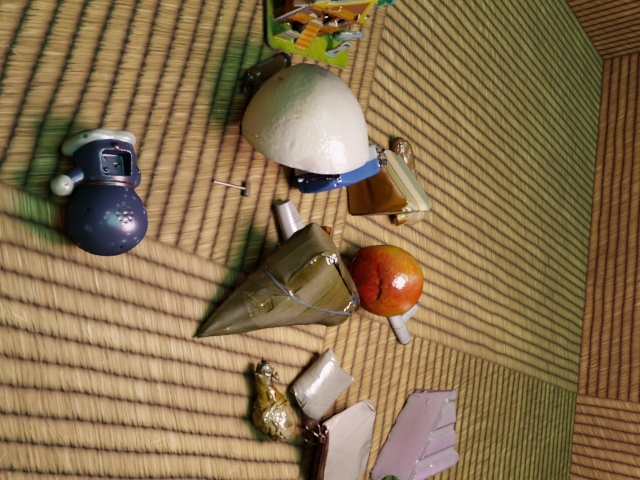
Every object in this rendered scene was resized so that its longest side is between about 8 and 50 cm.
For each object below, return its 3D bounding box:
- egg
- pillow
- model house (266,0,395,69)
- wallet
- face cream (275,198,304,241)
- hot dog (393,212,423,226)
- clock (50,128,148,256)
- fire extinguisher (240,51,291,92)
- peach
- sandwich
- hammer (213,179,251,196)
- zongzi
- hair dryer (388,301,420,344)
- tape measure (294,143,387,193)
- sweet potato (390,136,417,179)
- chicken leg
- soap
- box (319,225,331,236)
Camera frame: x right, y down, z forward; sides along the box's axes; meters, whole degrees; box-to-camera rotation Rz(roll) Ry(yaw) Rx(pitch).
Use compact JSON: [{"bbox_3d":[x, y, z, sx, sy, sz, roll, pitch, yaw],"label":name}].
[{"bbox_3d":[-0.025,-0.317,1.439,0.337,0.337,0.201,-29,143,-43],"label":"egg"},{"bbox_3d":[-0.001,0.403,1.627,0.181,0.077,0.134,-45,121,-29],"label":"pillow"},{"bbox_3d":[0.075,-0.631,1.593,0.357,0.312,0.243,2,89,-48],"label":"model house"},{"bbox_3d":[0.059,0.591,1.655,0.274,0.068,0.336,-20,121,-43],"label":"wallet"},{"bbox_3d":[-0.070,-0.020,1.591,0.072,0.051,0.182,-35,114,-42],"label":"face cream"},{"bbox_3d":[0.283,-0.086,1.960,0.168,0.078,0.061,-2,58,-57],"label":"hot dog"},{"bbox_3d":[-0.427,-0.090,1.156,0.199,0.146,0.244,0,81,-51],"label":"clock"},{"bbox_3d":[-0.147,-0.439,1.535,0.177,0.050,0.062,-41,155,-38],"label":"fire extinguisher"},{"bbox_3d":[0.189,0.116,1.738,0.230,0.230,0.231,3,86,-47],"label":"peach"},{"bbox_3d":[0.207,-0.177,1.765,0.155,0.227,0.199,-3,91,-47],"label":"sandwich"},{"bbox_3d":[-0.219,-0.136,1.464,0.110,0.019,0.036,11,80,-44],"label":"hammer"},{"bbox_3d":[-0.088,0.176,1.520,0.392,0.174,0.356,-40,146,-4],"label":"zongzi"},{"bbox_3d":[0.287,0.232,1.973,0.183,0.044,0.155,-49,123,-42],"label":"hair dryer"},{"bbox_3d":[-0.004,-0.170,1.548,0.351,0.215,0.098,-24,106,-45],"label":"tape measure"},{"bbox_3d":[0.284,-0.237,1.975,0.081,0.062,0.233,-21,107,-30],"label":"sweet potato"},{"bbox_3d":[-0.129,0.410,1.484,0.103,0.088,0.228,-27,111,-30],"label":"chicken leg"},{"bbox_3d":[0.303,0.614,1.878,0.302,0.158,0.258,1,91,-49],"label":"soap"},{"bbox_3d":[0.000,0.000,1.664,0.023,0.051,0.082,24,71,-45],"label":"box"}]
